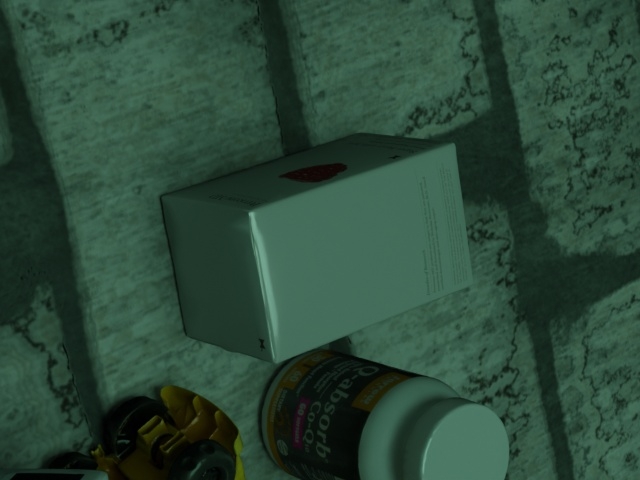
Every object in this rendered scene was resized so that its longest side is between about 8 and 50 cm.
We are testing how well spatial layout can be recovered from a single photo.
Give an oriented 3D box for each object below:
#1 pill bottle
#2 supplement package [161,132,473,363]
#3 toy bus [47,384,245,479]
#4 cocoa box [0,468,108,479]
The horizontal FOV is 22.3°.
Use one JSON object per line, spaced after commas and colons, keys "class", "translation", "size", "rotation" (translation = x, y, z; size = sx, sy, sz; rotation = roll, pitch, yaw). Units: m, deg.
{"class": "pill bottle", "translation": [0.072, 0.222, 1.847], "size": [0.162, 0.278, 0.162], "rotation": [-6, 100, -38]}
{"class": "supplement package", "translation": [0.000, 0.000, 1.822], "size": [0.293, 0.177, 0.175], "rotation": [-20, 109, -35]}
{"class": "toy bus", "translation": [-0.180, 0.302, 1.767], "size": [0.220, 0.149, 0.211], "rotation": [-38, 134, -25]}
{"class": "cocoa box", "translation": [-0.340, 0.368, 1.480], "size": [0.347, 0.231, 0.228], "rotation": [-51, 140, -76]}
